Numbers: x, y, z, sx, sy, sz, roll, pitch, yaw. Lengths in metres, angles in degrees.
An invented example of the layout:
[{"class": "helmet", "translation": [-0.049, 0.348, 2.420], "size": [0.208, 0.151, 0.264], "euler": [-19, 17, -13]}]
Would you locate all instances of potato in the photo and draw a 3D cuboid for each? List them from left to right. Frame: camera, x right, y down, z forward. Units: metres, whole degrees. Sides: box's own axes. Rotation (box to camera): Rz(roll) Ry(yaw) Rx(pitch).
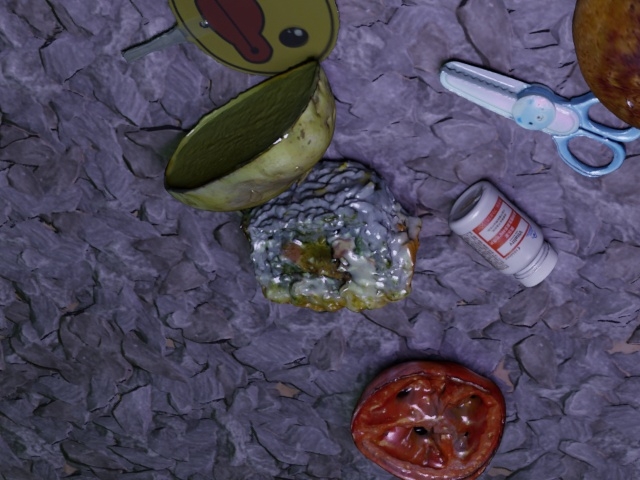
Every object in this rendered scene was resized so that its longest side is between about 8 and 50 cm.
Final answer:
[{"class": "potato", "translation": [-0.075, -0.107, 1.807], "size": [0.271, 0.160, 0.111], "euler": [-25, 128, 34]}]

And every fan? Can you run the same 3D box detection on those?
[{"class": "fan", "translation": [-0.119, -0.280, 1.757], "size": [0.335, 0.011, 0.229], "euler": [-16, 128, 31]}]

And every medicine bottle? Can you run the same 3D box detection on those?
[{"class": "medicine bottle", "translation": [0.237, -0.006, 1.838], "size": [0.140, 0.079, 0.079], "euler": [41, 129, -17]}]

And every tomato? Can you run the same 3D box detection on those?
[{"class": "tomato", "translation": [0.163, 0.251, 2.070], "size": [0.228, 0.101, 0.228], "euler": [3, 126, 5]}]

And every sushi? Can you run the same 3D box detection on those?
[{"class": "sushi", "translation": [0.000, 0.000, 1.878], "size": [0.274, 0.139, 0.184], "euler": [-4, 126, 21]}]

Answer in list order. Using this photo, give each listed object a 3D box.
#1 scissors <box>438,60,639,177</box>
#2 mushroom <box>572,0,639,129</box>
[{"class": "scissors", "translation": [0.264, -0.161, 1.731], "size": [0.256, 0.030, 0.125], "euler": [21, 133, -4]}, {"class": "mushroom", "translation": [0.427, -0.248, 1.491], "size": [0.345, 0.239, 0.345], "euler": [7, 156, 3]}]
